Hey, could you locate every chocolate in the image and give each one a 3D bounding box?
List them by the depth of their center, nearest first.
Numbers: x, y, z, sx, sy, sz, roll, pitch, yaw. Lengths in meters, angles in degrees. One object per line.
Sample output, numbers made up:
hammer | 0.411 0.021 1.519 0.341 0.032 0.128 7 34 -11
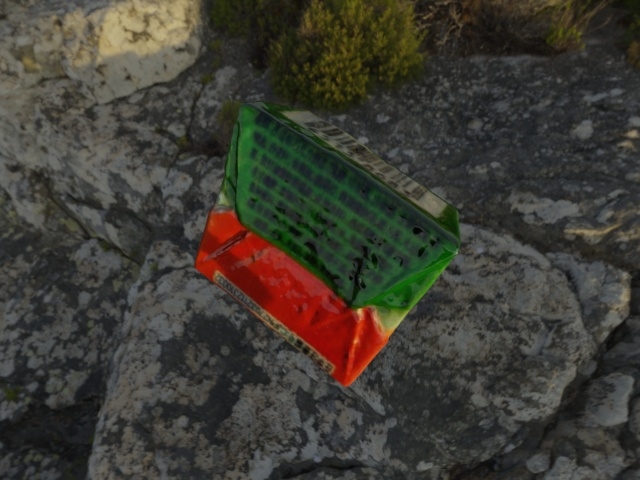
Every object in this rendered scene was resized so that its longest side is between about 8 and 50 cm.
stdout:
chocolate | 0.000 0.000 0.744 0.360 0.341 0.161 36 36 10
